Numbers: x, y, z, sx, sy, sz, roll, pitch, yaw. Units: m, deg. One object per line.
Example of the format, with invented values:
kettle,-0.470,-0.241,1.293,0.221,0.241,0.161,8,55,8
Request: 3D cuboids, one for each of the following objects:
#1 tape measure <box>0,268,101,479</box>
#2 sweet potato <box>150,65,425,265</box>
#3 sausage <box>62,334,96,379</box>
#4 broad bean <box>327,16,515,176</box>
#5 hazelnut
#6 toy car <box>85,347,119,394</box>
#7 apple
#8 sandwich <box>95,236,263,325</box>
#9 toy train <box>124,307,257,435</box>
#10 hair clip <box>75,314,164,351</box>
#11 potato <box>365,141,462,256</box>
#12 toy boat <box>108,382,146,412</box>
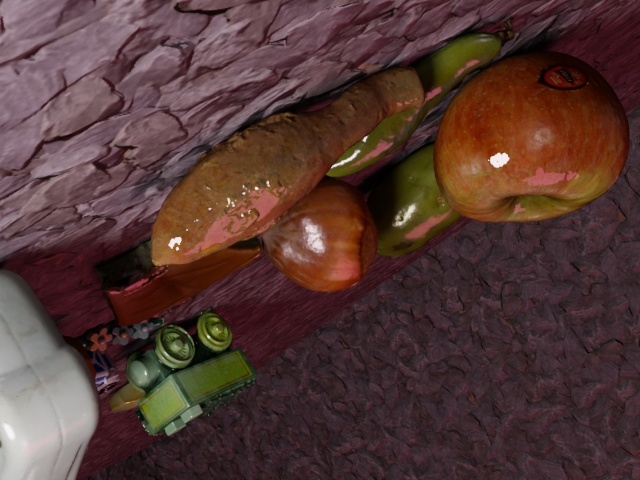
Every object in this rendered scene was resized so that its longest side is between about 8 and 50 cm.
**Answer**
tape measure,-0.339,0.172,0.876,0.125,0.246,0.243,-24,157,-41
sweet potato,-0.034,-0.096,0.937,0.385,0.109,0.109,-36,171,-14
sausage,-0.464,0.214,1.080,0.134,0.116,0.354,-23,175,40
broad bean,0.127,-0.185,1.062,0.325,0.067,0.075,-36,153,4
hazelnut,0.000,0.000,1.281,0.182,0.182,0.182,-31,170,-6
toy car,-0.398,0.216,1.371,0.070,0.080,0.171,-38,168,20
apple,0.316,-0.165,1.294,0.309,0.249,0.277,6,162,-39
sandwich,-0.184,0.026,1.156,0.245,0.063,0.212,-30,168,-16
toy train,-0.264,0.266,1.692,0.159,0.188,0.272,-40,165,31
hair clip,-0.328,0.148,1.382,0.173,0.049,0.049,-18,163,-49
potato,0.180,-0.079,1.514,0.253,0.148,0.186,-39,-174,-6
toy boat,-0.426,0.362,2.012,0.172,0.065,0.066,-24,155,-15
